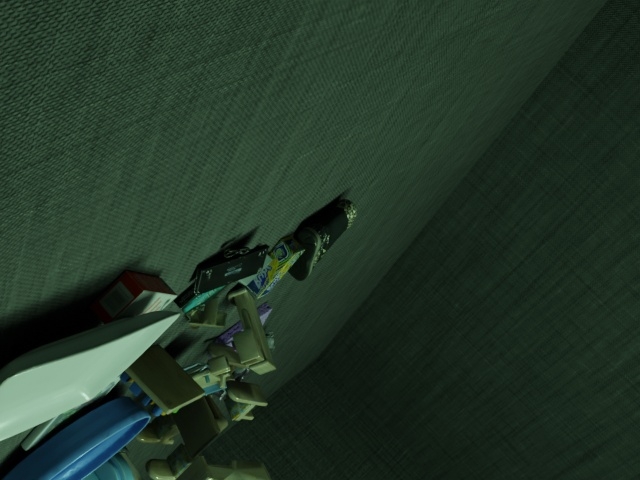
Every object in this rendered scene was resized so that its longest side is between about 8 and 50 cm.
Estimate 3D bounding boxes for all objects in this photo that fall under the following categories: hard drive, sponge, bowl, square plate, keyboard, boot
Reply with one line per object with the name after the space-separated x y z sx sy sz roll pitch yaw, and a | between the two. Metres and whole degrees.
-0.164 0.061 1.953 0.094 0.022 0.135 -44 169 -2 | hard drive
-0.238 0.271 2.416 0.210 0.031 0.117 -35 165 -39 | sponge
-0.573 0.498 1.883 0.391 0.077 0.391 -38 171 -7 | bowl
-0.452 0.237 1.385 0.344 0.049 0.347 -41 166 35 | square plate
-0.187 0.049 1.740 0.180 0.023 0.108 -21 144 -38 | keyboard
0.001 0.001 2.153 0.178 0.085 0.236 -40 168 -30 | boot

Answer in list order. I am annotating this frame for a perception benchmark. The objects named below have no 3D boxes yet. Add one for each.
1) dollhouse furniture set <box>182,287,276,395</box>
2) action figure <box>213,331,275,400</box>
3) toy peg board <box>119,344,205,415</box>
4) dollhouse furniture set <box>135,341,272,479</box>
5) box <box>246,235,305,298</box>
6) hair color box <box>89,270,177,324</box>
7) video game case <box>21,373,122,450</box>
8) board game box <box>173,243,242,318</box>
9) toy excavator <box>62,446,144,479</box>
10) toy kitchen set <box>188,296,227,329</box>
-0.295 0.259 2.012 0.303 0.198 0.286 -19 163 0 | dollhouse furniture set
-0.249 0.411 2.733 0.285 0.099 0.185 -50 161 9 | action figure
-0.370 0.330 1.834 0.079 0.161 0.160 -52 167 16 | toy peg board
-0.340 0.528 2.199 0.362 0.394 0.256 -45 144 17 | dollhouse furniture set
-0.117 0.068 2.057 0.169 0.054 0.059 -50 167 24 | box
-0.332 0.108 1.469 0.093 0.053 0.167 -44 167 2 | hair color box
-0.531 0.363 1.764 0.190 0.022 0.173 -47 168 14 | video game case
-0.236 0.093 1.809 0.186 0.026 0.126 -42 168 -10 | board game box
-0.696 0.706 2.066 0.433 0.222 0.445 -45 155 7 | toy excavator
-0.260 0.172 1.921 0.075 0.083 0.068 100 -4 -71 | toy kitchen set
